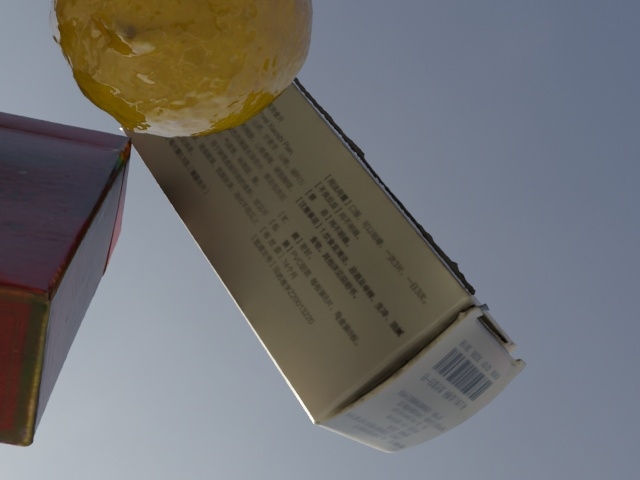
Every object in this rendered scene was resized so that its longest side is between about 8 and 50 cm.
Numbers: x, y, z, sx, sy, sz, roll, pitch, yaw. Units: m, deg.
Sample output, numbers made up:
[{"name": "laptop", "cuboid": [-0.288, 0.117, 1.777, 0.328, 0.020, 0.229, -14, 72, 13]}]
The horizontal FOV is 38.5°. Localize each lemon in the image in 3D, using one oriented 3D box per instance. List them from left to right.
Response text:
[{"name": "lemon", "cuboid": [-0.061, -0.106, 0.427, 0.114, 0.155, 0.114, 3, -73, 9]}]

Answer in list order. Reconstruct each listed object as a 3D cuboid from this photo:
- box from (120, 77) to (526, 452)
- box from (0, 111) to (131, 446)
[{"name": "box", "cuboid": [0.001, 0.002, 0.743, 0.145, 0.173, 0.333, -41, -118, 5]}, {"name": "box", "cuboid": [-0.232, -0.007, 0.548, 0.198, 0.313, 0.089, 10, -71, -7]}]
